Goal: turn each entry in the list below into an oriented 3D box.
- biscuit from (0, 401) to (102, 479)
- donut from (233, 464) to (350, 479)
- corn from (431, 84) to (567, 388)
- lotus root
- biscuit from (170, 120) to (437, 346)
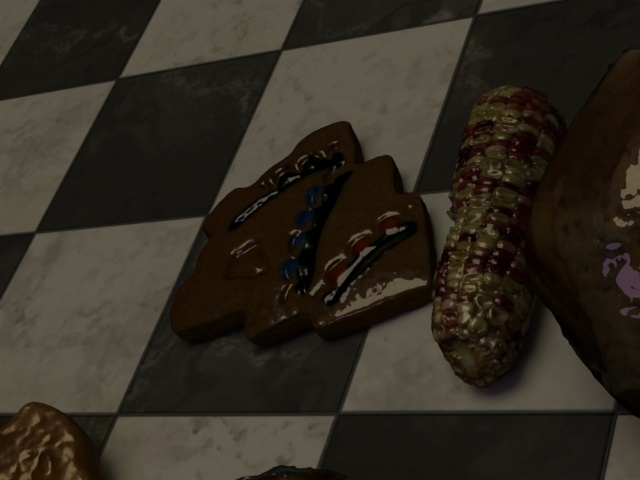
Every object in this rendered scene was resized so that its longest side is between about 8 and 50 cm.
[{"bbox_3d":[-0.336,0.279,1.234,0.312,0.057,0.351,-6,56,15],"label":"biscuit"},{"bbox_3d":[-0.043,0.303,1.008,0.272,0.107,0.272,-25,38,21],"label":"donut"},{"bbox_3d":[0.149,-0.009,1.184,0.098,0.098,0.290,-6,50,32],"label":"corn"},{"bbox_3d":[0.246,0.018,0.974,0.192,0.272,0.272,-47,39,3],"label":"lotus root"},{"bbox_3d":[-0.001,-0.001,1.322,0.301,0.043,0.278,14,60,44],"label":"biscuit"}]
